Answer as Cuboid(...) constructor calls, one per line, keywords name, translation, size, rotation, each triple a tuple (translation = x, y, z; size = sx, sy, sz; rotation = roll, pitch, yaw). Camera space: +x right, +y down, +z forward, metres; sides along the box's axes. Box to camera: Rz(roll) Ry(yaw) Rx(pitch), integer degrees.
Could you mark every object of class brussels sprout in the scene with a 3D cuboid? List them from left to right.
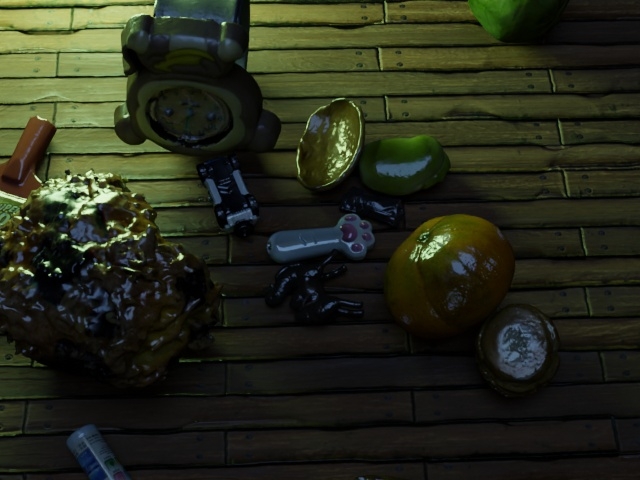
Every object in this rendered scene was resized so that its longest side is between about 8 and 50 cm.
Cuboid(name="brussels sprout", translation=(0.424, -0.535, 1.996), size=(0.210, 0.219, 0.271), rotation=(42, 85, 14))

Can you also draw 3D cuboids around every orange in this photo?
Cuboid(name="orange", translation=(0.216, 0.057, 1.685), size=(0.171, 0.240, 0.240), rotation=(49, 65, -24))

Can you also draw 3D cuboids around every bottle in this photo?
Cuboid(name="bottle", translation=(-0.334, 0.398, 1.587), size=(0.060, 0.060, 0.217), rotation=(-35, 68, -18))

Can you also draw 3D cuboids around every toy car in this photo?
Cuboid(name="toy car", translation=(-0.170, -0.081, 1.832), size=(0.080, 0.070, 0.170), rotation=(-20, 63, -11))

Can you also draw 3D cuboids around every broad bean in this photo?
Cuboid(name="broad bean", translation=(0.161, -0.143, 1.874), size=(0.175, 0.082, 0.124), rotation=(-14, 60, 3))

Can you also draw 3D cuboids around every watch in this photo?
Cuboid(name="watch", translation=(-0.221, -0.358, 1.822), size=(0.314, 0.335, 0.326), rotation=(4, 53, 0))

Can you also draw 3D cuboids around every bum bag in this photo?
Cuboid(name="bum bag", translation=(0.099, -0.066, 1.851), size=(0.125, 0.034, 0.057), rotation=(16, 77, 7))

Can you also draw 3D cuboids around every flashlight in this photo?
Cuboid(name="flashlight", translation=(0.000, 0.000, 1.808), size=(0.201, 0.047, 0.093), rotation=(-7, 63, -6))

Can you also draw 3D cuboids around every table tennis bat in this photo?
Cuboid(name="table tennis bat", translation=(-0.605, -0.052, 1.823), size=(0.268, 0.051, 0.414), rotation=(18, 66, 8))

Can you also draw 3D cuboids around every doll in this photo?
Cuboid(name="doll", translation=(-0.018, 0.094, 1.756), size=(0.165, 0.057, 0.139), rotation=(-19, 66, -1))

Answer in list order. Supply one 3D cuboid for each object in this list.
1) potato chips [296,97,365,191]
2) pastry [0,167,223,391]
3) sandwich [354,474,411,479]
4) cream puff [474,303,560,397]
Cuboid(name="potato chips", translation=(0.025, -0.183, 1.891), size=(0.150, 0.049, 0.201), rotation=(-13, 61, 23))
Cuboid(name="pastry", translation=(-0.382, 0.072, 1.625), size=(0.337, 0.292, 0.405), rotation=(-37, 65, -17))
Cuboid(name="sandwich", translation=(0.170, 0.438, 1.561), size=(0.258, 0.096, 0.094), rotation=(13, 70, 4))
Cuboid(name="cream puff", translation=(0.340, 0.191, 1.679), size=(0.150, 0.115, 0.165), rotation=(30, 75, 21))
